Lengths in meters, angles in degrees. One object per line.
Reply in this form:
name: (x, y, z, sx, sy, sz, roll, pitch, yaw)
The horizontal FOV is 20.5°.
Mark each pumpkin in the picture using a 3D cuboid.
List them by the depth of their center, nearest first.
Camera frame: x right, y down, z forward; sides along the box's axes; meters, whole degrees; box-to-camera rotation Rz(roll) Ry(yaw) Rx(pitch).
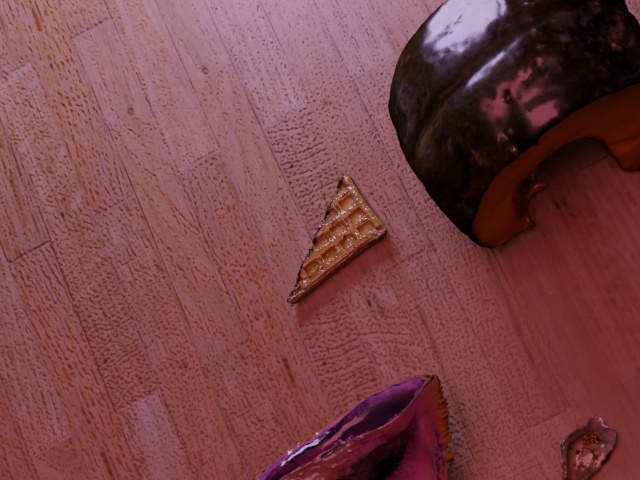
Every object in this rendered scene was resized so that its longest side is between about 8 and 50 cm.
pumpkin: (0.231, -0.160, 1.983, 0.303, 0.256, 0.225, -32, 62, -11)

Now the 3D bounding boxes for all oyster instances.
oyster: (0.288, 0.237, 1.955, 0.051, 0.034, 0.093, 43, 78, 9)

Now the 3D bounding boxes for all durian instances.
durian: (0.046, 0.271, 1.974, 0.261, 0.154, 0.186, -20, 89, 8)

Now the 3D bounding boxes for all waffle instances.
waffle: (0.000, 0.000, 2.130, 0.153, 0.023, 0.097, -39, 64, 4)
